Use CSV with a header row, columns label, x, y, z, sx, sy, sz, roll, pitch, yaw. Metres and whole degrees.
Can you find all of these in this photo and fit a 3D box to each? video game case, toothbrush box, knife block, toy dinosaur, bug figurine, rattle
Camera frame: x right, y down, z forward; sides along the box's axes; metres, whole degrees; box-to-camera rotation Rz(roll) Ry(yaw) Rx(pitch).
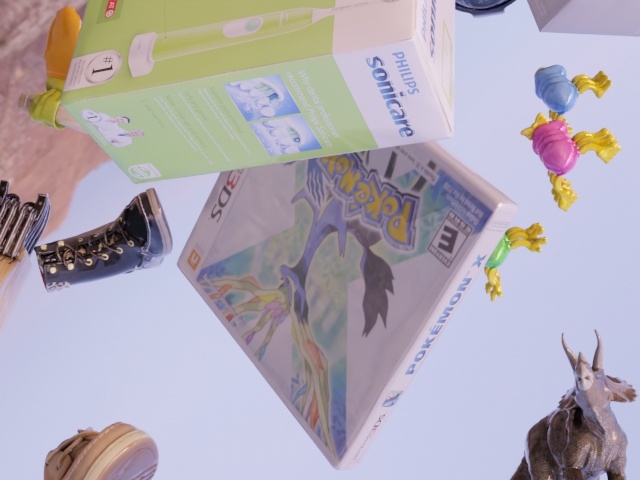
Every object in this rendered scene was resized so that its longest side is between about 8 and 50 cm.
label,x,y,z,sx,sy,sz,roll,pitch,yaw
video game case,0.000,0.000,0.906,0.329,0.036,0.300,46,-63,37
toothbrush box,-0.041,-0.177,0.751,0.283,0.122,0.206,-8,-123,20
knife block,-0.498,0.054,1.413,0.242,0.088,0.276,-74,-174,-64
toy dinosaur,0.301,0.257,1.112,0.314,0.120,0.160,107,-9,-52
bug figurine,0.208,-0.070,1.001,0.279,0.072,0.216,-55,-164,20
rattle,-0.258,-0.179,1.143,0.130,0.199,0.143,-5,-104,50

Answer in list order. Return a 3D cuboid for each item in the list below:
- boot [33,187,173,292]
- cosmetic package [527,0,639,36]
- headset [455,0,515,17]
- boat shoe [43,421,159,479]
label,x,y,z,sx,sy,sz,roll,pitch,yaw
boot,-0.309,0.008,1.316,0.178,0.085,0.236,-16,167,-20
cosmetic package,0.368,-0.330,1.152,0.237,0.127,0.107,-4,157,-25
headset,0.259,-0.466,1.377,0.185,0.244,0.394,-6,-172,16
boat shoe,-0.290,0.291,1.125,0.121,0.110,0.341,-30,163,-38
